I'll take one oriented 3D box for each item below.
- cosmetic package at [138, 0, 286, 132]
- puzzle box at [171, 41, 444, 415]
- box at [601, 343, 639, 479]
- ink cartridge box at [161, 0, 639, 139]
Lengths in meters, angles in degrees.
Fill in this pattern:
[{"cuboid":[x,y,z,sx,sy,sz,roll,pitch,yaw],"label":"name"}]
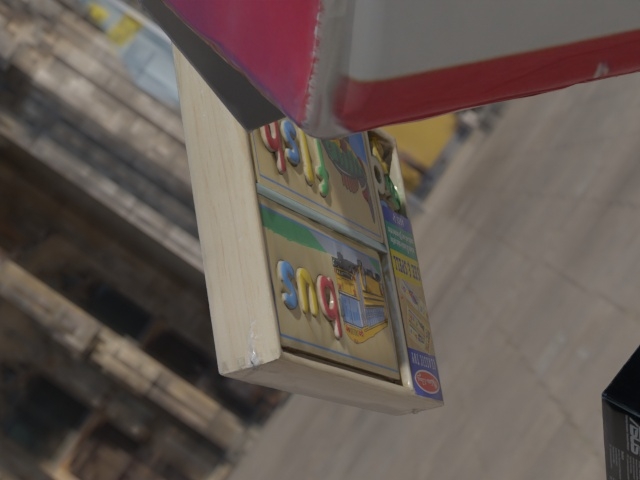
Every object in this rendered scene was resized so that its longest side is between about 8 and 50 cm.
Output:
[{"cuboid":[0.045,-0.154,0.732,0.238,0.107,0.127,-21,46,23],"label":"cosmetic package"},{"cuboid":[0.000,0.000,1.467,0.052,0.272,0.409,-14,-14,19],"label":"puzzle box"},{"cuboid":[0.216,0.074,0.917,0.184,0.045,0.191,-50,-30,-25],"label":"box"},{"cuboid":[0.023,-0.203,0.465,0.279,0.384,0.160,-15,-52,-28],"label":"ink cartridge box"}]
